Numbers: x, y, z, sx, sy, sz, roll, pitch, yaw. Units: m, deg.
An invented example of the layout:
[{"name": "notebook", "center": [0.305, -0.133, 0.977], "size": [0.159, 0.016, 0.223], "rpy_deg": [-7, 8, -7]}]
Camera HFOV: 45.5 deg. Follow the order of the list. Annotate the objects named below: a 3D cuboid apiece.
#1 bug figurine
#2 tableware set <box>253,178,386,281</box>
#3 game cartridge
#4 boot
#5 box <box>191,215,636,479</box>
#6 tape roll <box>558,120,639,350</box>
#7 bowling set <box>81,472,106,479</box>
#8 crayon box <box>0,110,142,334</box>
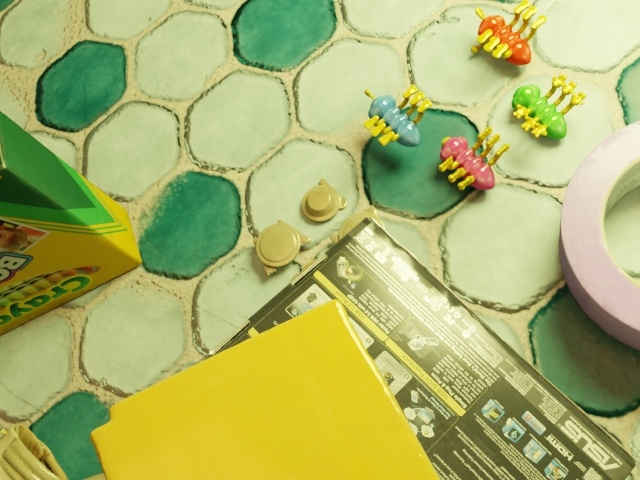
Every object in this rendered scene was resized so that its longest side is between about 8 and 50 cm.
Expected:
[{"name": "bug figurine", "center": [0.203, -0.180, 1.013], "size": [0.279, 0.072, 0.216], "rpy_deg": [-36, 71, -4]}, {"name": "tableware set", "center": [0.000, 0.000, 1.034], "size": [0.168, 0.020, 0.141], "rpy_deg": [-44, 67, -4]}, {"name": "game cartridge", "center": [-0.034, 0.251, 0.720], "size": [0.285, 0.053, 0.324], "rpy_deg": [-24, 64, -11]}, {"name": "boot", "center": [-0.468, 0.322, 1.009], "size": [0.262, 0.095, 0.203], "rpy_deg": [30, 76, 30]}, {"name": "box", "center": [0.077, 0.210, 0.816], "size": [0.318, 0.097, 0.395], "rpy_deg": [-41, 72, -20]}, {"name": "tape roll", "center": [0.418, -0.006, 0.879], "size": [0.274, 0.090, 0.275], "rpy_deg": [-6, 69, 15]}, {"name": "bowling set", "center": [-0.135, 0.312, 0.853], "size": [0.287, 0.154, 0.200], "rpy_deg": [45, 118, 22]}, {"name": "crayon box", "center": [-0.474, 0.018, 0.999], "size": [0.362, 0.313, 0.106], "rpy_deg": [-26, 62, 6]}]
